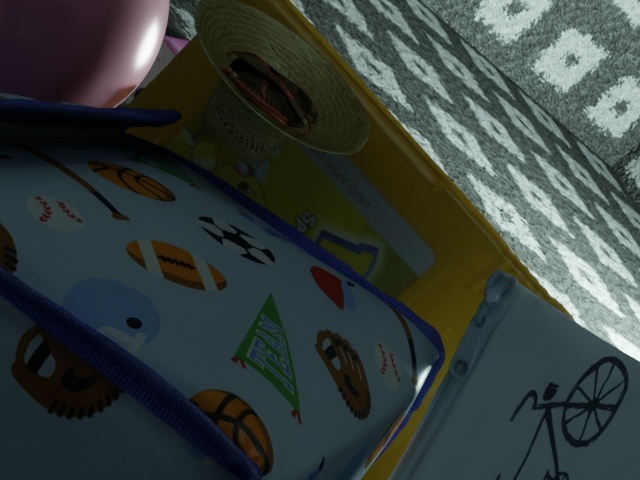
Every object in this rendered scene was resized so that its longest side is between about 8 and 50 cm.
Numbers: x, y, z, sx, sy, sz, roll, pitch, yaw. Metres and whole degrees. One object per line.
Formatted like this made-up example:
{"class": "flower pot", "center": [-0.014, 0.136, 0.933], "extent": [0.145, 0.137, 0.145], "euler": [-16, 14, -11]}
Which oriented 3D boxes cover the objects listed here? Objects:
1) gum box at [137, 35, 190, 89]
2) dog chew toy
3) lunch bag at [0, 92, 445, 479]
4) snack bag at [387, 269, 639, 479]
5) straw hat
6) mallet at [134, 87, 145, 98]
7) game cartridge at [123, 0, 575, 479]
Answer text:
{"class": "gum box", "center": [-0.112, -0.130, 1.493], "extent": [0.188, 0.062, 0.107], "euler": [51, 18, 14]}
{"class": "dog chew toy", "center": [-0.277, -0.182, 0.986], "extent": [0.332, 0.206, 0.206], "euler": [-2, 47, -38]}
{"class": "lunch bag", "center": [-0.161, 0.042, 0.761], "extent": [0.385, 0.239, 0.328], "euler": [35, 15, 14]}
{"class": "snack bag", "center": [0.127, 0.213, 0.921], "extent": [0.342, 0.323, 0.037], "euler": [29, 1, -44]}
{"class": "straw hat", "center": [-0.041, -0.083, 0.865], "extent": [0.144, 0.061, 0.144], "euler": [32, 27, -19]}
{"class": "mallet", "center": [-0.137, -0.035, 1.095], "extent": [0.039, 0.190, 0.062], "euler": [-9, 53, -15]}
{"class": "game cartridge", "center": [-0.034, 0.032, 0.961], "extent": [0.324, 0.285, 0.052], "euler": [49, 14, 8]}
